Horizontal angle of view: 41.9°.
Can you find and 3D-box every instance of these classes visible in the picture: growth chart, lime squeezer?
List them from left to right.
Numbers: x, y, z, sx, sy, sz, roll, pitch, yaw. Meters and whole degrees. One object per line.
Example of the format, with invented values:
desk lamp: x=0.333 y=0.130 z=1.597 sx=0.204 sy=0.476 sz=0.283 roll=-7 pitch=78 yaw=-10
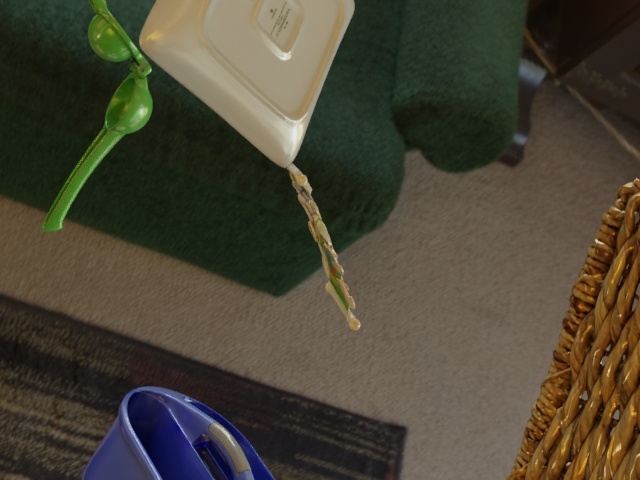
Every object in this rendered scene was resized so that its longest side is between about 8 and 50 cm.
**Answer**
lime squeezer: x=-0.213 y=-0.163 z=0.778 sx=0.110 sy=0.059 sz=0.310 roll=-2 pitch=114 yaw=-11
growth chart: x=0.000 y=0.000 z=1.162 sx=0.021 sy=0.172 sz=0.237 roll=-21 pitch=104 yaw=-6

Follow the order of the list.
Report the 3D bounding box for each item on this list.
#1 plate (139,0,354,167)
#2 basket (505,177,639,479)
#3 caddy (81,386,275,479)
plate: x=-0.064 y=-0.273 z=1.036 sx=0.278 sy=0.045 sz=0.277 roll=38 pitch=66 yaw=-43
basket: x=0.273 y=0.135 z=0.493 sx=0.213 sy=0.223 sz=0.299 roll=11 pitch=100 yaw=-25
caddy: x=-0.166 y=0.341 z=1.143 sx=0.241 sy=0.179 sz=0.341 roll=22 pitch=18 yaw=-49
